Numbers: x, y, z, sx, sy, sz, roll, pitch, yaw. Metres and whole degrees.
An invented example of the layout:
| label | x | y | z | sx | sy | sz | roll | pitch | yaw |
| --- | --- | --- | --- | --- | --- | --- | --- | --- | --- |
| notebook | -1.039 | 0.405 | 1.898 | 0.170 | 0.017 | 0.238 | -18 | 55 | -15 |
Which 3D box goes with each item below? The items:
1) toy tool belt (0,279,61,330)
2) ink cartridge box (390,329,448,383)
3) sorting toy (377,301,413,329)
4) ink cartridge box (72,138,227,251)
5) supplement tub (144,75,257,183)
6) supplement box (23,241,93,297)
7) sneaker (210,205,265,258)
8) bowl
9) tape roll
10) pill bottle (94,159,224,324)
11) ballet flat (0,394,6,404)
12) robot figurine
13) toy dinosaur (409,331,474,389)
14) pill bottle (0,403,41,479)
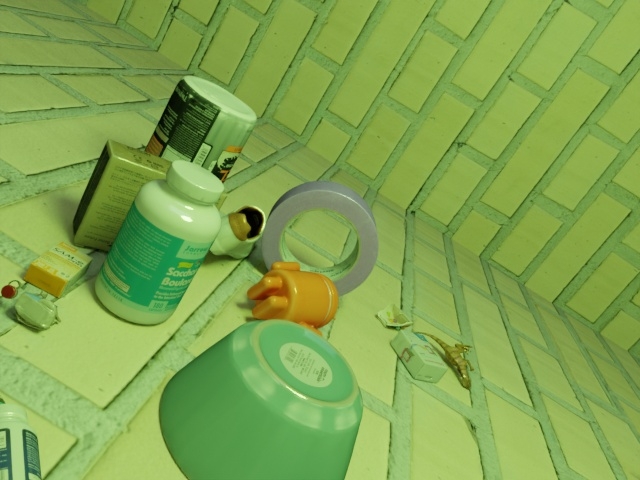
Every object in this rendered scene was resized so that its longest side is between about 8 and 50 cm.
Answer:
| label | x | y | z | sx | sy | sz | roll | pitch | yaw |
| --- | --- | --- | --- | --- | --- | --- | --- | --- | --- |
| toy tool belt | -0.417 | 0.094 | 0.799 | 0.083 | 0.052 | 0.051 | 35 | -12 | -3 |
| ink cartridge box | 0.241 | 0.283 | 1.350 | 0.088 | 0.052 | 0.122 | 19 | 24 | -35 |
| sorting toy | 0.190 | 0.208 | 1.476 | 0.075 | 0.045 | 0.083 | 4 | 33 | -41 |
| ink cartridge box | -0.332 | -0.062 | 1.076 | 0.234 | 0.193 | 0.088 | 19 | 22 | -36 |
| supplement tub | -0.299 | -0.197 | 1.273 | 0.193 | 0.316 | 0.193 | 29 | 20 | -12 |
| supplement box | -0.427 | 0.045 | 0.905 | 0.062 | 0.036 | 0.098 | 30 | 19 | -9 |
| sneaker | -0.169 | -0.022 | 1.276 | 0.106 | 0.123 | 0.290 | 65 | 7 | -2 |
| bowl | -0.061 | 0.236 | 0.824 | 0.311 | 0.163 | 0.311 | 28 | 20 | -11 |
| tape roll | 0.000 | 0.000 | 1.322 | 0.274 | 0.275 | 0.090 | 29 | 20 | -10 |
| pill bottle | -0.261 | 0.000 | 0.925 | 0.146 | 0.264 | 0.146 | 28 | 20 | -11 |
| ballet flat | -0.415 | 0.180 | 0.570 | 0.052 | 0.057 | 0.168 | 32 | 16 | 30 |
| robot figurine | -0.049 | 0.127 | 1.166 | 0.219 | 0.128 | 0.158 | 9 | 15 | -47 |
| toy dinosaur | 0.349 | 0.297 | 1.469 | 0.112 | 0.064 | 0.211 | 12 | 27 | -43 |
| pill bottle | -0.324 | 0.230 | 0.565 | 0.067 | 0.067 | 0.120 | 16 | 25 | -39 |
